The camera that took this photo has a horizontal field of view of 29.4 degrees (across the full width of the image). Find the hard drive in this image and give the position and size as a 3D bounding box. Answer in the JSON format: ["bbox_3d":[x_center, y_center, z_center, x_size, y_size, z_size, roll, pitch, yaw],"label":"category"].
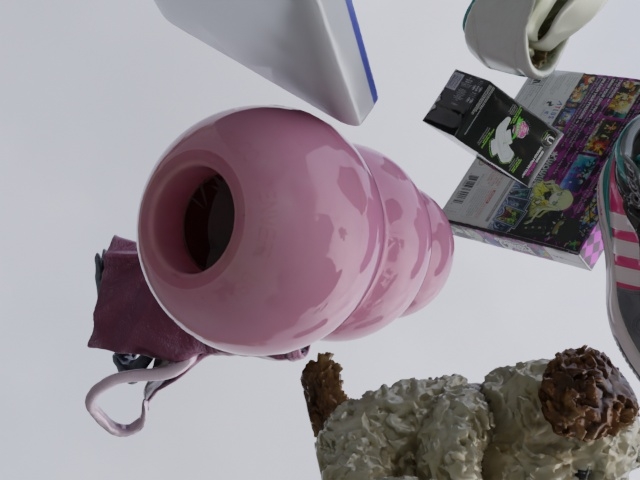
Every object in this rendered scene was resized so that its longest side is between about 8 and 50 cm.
[{"bbox_3d":[-0.069,-0.201,0.875,0.210,0.318,0.040,32,-99,16],"label":"hard drive"}]

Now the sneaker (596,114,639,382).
[{"bbox_3d":[0.335,-0.006,1.124,0.178,0.124,0.295,90,-5,-58],"label":"sneaker"}]

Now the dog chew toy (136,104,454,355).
[{"bbox_3d":[0.000,0.000,1.059,0.207,0.332,0.206,-5,-99,36],"label":"dog chew toy"}]

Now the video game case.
[{"bbox_3d":[0.270,-0.088,1.371,0.210,0.042,0.232,16,-114,48],"label":"video game case"}]

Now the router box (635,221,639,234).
[{"bbox_3d":[0.290,-0.012,0.727,0.179,0.046,0.133,44,-49,34],"label":"router box"}]

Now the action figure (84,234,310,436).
[{"bbox_3d":[-0.127,0.101,1.567,0.370,0.248,0.275,2,-120,23],"label":"action figure"}]

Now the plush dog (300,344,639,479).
[{"bbox_3d":[0.114,0.154,0.852,0.262,0.225,0.210,77,-2,-58],"label":"plush dog"}]

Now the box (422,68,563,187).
[{"bbox_3d":[0.135,-0.089,0.960,0.052,0.083,0.062,-57,-154,4],"label":"box"}]

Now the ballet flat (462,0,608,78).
[{"bbox_3d":[0.294,-0.341,1.268,0.139,0.139,0.400,46,-65,39],"label":"ballet flat"}]
